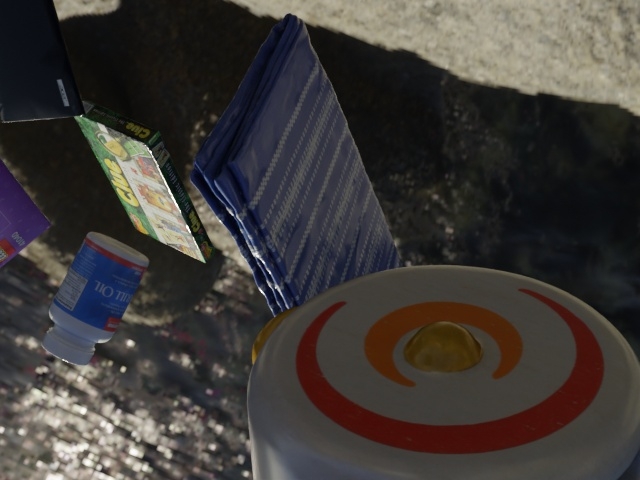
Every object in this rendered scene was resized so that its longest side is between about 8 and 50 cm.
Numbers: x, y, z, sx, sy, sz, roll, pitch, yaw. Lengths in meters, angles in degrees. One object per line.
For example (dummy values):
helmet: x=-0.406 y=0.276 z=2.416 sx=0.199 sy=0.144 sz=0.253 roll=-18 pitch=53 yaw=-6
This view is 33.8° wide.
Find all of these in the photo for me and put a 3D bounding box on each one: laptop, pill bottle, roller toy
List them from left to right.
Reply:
laptop: x=-0.363 y=-0.277 z=1.301 sx=0.136 sy=0.264 sz=0.234 roll=-12 pitch=108 yaw=2
pill bottle: x=-0.408 y=0.107 z=1.885 sx=0.124 sy=0.221 sz=0.124 roll=27 pitch=-178 yaw=-1
roller toy: x=0.061 y=0.103 z=0.525 sx=0.191 sy=0.209 sz=0.146 roll=-4 pitch=119 yaw=-1

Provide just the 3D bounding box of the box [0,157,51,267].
box: x=-0.305 y=-0.125 z=0.651 sx=0.293 sy=0.057 sz=0.201 roll=41 pitch=165 yaw=26

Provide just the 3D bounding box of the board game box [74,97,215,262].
board game box: x=-0.232 y=-0.075 z=1.406 sx=0.136 sy=0.030 sz=0.260 roll=26 pitch=154 yaw=29

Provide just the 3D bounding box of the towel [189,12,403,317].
towel: x=0.000 y=0.000 z=0.916 sx=0.040 sy=0.243 sz=0.336 roll=-8 pitch=127 yaw=23
